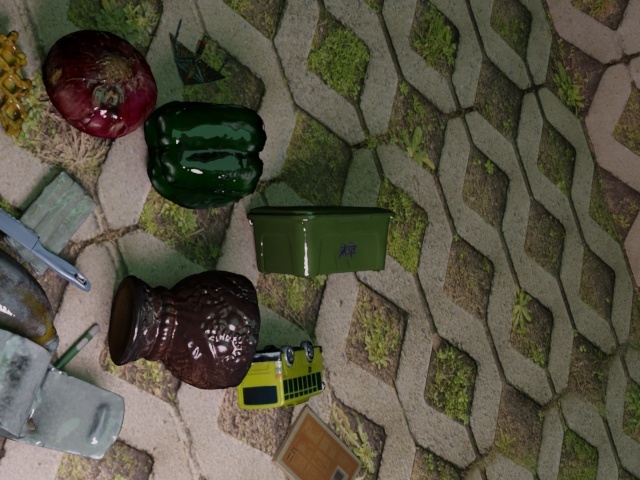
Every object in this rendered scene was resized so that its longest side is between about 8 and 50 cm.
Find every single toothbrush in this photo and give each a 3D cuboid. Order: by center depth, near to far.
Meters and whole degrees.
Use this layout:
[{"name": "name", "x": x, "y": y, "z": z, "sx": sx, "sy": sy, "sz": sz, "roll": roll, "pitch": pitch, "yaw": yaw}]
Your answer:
[{"name": "toothbrush", "x": -0.544, "y": 0.264, "z": 1.753, "sx": 0.018, "sy": 0.024, "sz": 0.257, "roll": 54, "pitch": 51, "yaw": -17}]

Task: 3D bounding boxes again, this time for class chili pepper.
[{"name": "chili pepper", "x": -0.270, "y": -0.208, "z": 1.951, "sx": 0.257, "sy": 0.233, "sz": 0.248, "roll": -1, "pitch": 77, "yaw": -34}]

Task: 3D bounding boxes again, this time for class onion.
[{"name": "onion", "x": -0.477, "y": -0.333, "z": 1.828, "sx": 0.246, "sy": 0.190, "sz": 0.246, "roll": 30, "pitch": 43, "yaw": -32}]

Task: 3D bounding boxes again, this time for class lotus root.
[{"name": "lotus root", "x": -0.613, "y": 0.109, "z": 1.637, "sx": 0.322, "sy": 0.140, "sz": 0.158, "roll": 42, "pitch": 21, "yaw": -31}]

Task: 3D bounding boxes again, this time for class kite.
[{"name": "kite", "x": -0.308, "y": -0.448, "z": 2.107, "sx": 0.183, "sy": 0.010, "sz": 0.160, "roll": 35, "pitch": 60, "yaw": -29}]

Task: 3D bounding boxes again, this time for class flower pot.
[{"name": "flower pot", "x": -0.301, "y": 0.186, "z": 1.832, "sx": 0.267, "sy": 0.266, "sz": 0.266, "roll": 8, "pitch": 75, "yaw": -27}]

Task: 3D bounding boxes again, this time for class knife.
[{"name": "knife", "x": -0.587, "y": 0.003, "z": 1.725, "sx": 0.313, "sy": 0.019, "sz": 0.044, "roll": 42, "pitch": 50, "yaw": -26}]

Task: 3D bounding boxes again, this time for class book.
[{"name": "book", "x": -0.003, "y": 0.560, "z": 2.145, "sx": 0.241, "sy": 0.018, "sz": 0.170, "roll": 49, "pitch": 53, "yaw": -22}]

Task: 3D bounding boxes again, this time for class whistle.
[{"name": "whistle", "x": -0.577, "y": 0.298, "z": 1.624, "sx": 0.405, "sy": 0.188, "sz": 0.168, "roll": 39, "pitch": 55, "yaw": -40}]

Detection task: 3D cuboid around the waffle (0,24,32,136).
[{"name": "waffle", "x": -0.718, "y": -0.350, "z": 1.706, "sx": 0.293, "sy": 0.069, "sz": 0.259, "roll": 3, "pitch": 80, "yaw": -41}]

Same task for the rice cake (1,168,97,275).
[{"name": "rice cake", "x": -0.564, "y": -0.042, "z": 1.788, "sx": 0.124, "sy": 0.038, "sz": 0.211, "roll": 50, "pitch": 55, "yaw": -21}]

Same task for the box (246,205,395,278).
[{"name": "box", "x": 0.000, "y": 0.000, "z": 2.130, "sx": 0.329, "sy": 0.253, "sz": 0.177, "roll": -1, "pitch": 94, "yaw": -39}]

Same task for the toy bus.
[{"name": "toy bus", "x": -0.091, "y": 0.316, "z": 1.992, "sx": 0.262, "sy": 0.128, "sz": 0.150, "roll": 8, "pitch": 75, "yaw": -68}]
